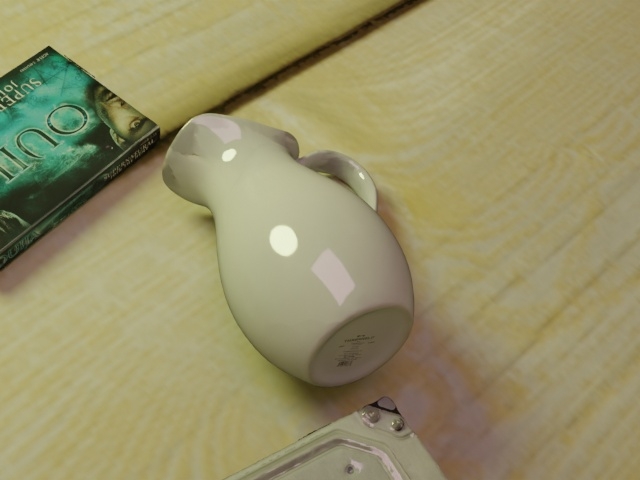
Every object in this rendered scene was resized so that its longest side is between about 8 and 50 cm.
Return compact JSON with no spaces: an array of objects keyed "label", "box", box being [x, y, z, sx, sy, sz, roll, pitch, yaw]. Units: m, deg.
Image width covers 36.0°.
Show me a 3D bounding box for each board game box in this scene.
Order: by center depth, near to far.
[{"label":"board game box","box":[-0.233,-0.066,0.762,0.126,0.026,0.186,36,56,12]}]

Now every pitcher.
[{"label":"pitcher","box":[0.000,0.000,0.726,0.177,0.125,0.207,-5,45,-35]}]

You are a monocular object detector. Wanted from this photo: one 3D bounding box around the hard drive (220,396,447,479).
[{"label":"hard drive","box":[-0.037,0.261,0.564,0.339,0.064,0.237,-21,64,-26]}]
